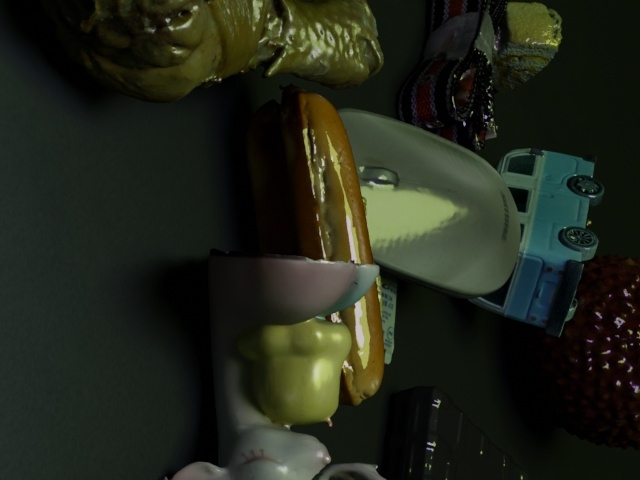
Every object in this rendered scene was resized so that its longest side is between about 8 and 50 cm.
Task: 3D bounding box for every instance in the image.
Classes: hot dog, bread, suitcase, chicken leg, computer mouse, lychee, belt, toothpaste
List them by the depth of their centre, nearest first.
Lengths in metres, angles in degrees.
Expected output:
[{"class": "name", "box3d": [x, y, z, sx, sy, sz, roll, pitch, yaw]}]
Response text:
[{"class": "chicken leg", "box3d": [-0.083, -0.212, 1.182, 0.429, 0.153, 0.201, 8, 81, -48]}, {"class": "hot dog", "box3d": [0.000, 0.000, 1.316, 0.100, 0.135, 0.337, -4, 82, -35]}, {"class": "computer mouse", "box3d": [0.116, -0.044, 1.505, 0.331, 0.095, 0.197, 16, 61, -40]}, {"class": "toothpaste", "box3d": [0.071, 0.035, 1.529, 0.062, 0.037, 0.216, 25, 62, -46]}, {"class": "suitcase", "box3d": [0.166, 0.319, 1.572, 0.285, 0.066, 0.206, 45, 44, -45]}, {"class": "belt", "box3d": [0.189, -0.262, 1.762, 0.126, 0.094, 0.359, 48, 42, -40]}, {"class": "lychee", "box3d": [0.418, 0.159, 1.860, 0.276, 0.304, 0.275, -26, 133, -30]}, {"class": "bread", "box3d": [0.265, -0.286, 1.907, 0.110, 0.156, 0.103, 9, 65, -25]}]

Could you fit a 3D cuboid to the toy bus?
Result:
[{"class": "toy bus", "box3d": [0.283, -0.014, 1.765, 0.271, 0.165, 0.133, -67, 170, -52]}]

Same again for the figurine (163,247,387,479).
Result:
[{"class": "figurine", "box3d": [-0.006, 0.168, 1.143, 0.206, 0.284, 0.315, 0, 92, -58]}]

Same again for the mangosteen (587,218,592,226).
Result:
[{"class": "mangosteen", "box3d": [0.373, -0.002, 2.009, 0.081, 0.081, 0.080, 26, 59, -55]}]
